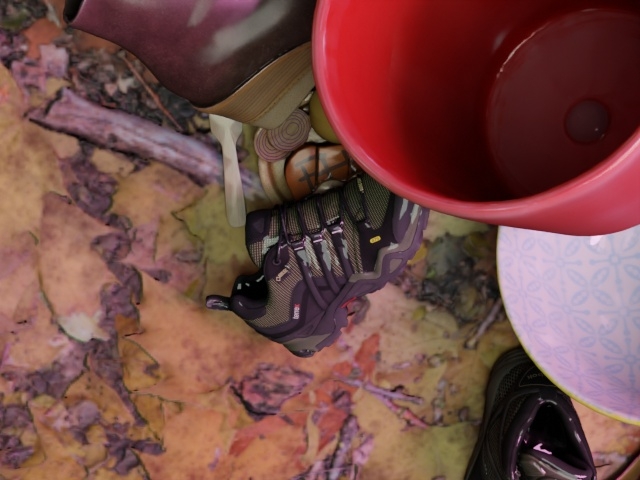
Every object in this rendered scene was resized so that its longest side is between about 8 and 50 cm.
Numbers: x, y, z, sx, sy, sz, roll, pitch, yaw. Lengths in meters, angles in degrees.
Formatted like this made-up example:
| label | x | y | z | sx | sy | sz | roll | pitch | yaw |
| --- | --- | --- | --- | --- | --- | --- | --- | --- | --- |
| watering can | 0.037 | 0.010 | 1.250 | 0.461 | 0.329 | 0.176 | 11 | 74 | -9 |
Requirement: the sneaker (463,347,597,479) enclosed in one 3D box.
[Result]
| label | x | y | z | sx | sy | sz | roll | pitch | yaw |
| --- | --- | --- | --- | --- | --- | --- | --- | --- | --- |
| sneaker | 0.179 | 0.222 | 1.263 | 0.087 | 0.130 | 0.227 | 6 | 110 | -7 |

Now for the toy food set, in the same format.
| label | x | y | z | sx | sy | sz | roll | pitch | yaw |
| --- | --- | --- | --- | --- | --- | --- | --- | --- | --- |
| toy food set | 0.010 | -0.068 | 1.191 | 0.192 | 0.038 | 0.132 | -8 | 109 | -4 |

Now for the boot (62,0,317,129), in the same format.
| label | x | y | z | sx | sy | sz | roll | pitch | yaw |
| --- | --- | --- | --- | --- | --- | --- | --- | --- | --- |
| boot | -0.047 | -0.212 | 1.073 | 0.207 | 0.090 | 0.248 | 29 | 102 | -37 |

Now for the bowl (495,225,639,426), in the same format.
| label | x | y | z | sx | sy | sz | roll | pitch | yaw |
| --- | --- | --- | --- | --- | --- | --- | --- | --- | --- |
| bowl | 0.302 | 0.020 | 1.176 | 0.289 | 0.289 | 0.156 | -43 | 151 | 9 |

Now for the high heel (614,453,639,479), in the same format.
| label | x | y | z | sx | sy | sz | roll | pitch | yaw |
| --- | --- | --- | --- | --- | --- | --- | --- | --- | --- |
| high heel | 0.291 | 0.199 | 1.287 | 0.244 | 0.082 | 0.117 | -31 | 117 | 0 |

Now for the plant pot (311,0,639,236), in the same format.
| label | x | y | z | sx | sy | sz | roll | pitch | yaw |
| --- | --- | --- | --- | --- | --- | --- | --- | --- | --- |
| plant pot | 0.166 | -0.120 | 1.052 | 0.275 | 0.275 | 0.243 | -47 | 152 | 10 |

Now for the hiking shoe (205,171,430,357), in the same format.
| label | x | y | z | sx | sy | sz | roll | pitch | yaw |
| --- | --- | --- | --- | --- | --- | --- | --- | --- | --- |
| hiking shoe | 0.000 | 0.000 | 1.159 | 0.114 | 0.086 | 0.227 | 22 | 121 | -24 |
